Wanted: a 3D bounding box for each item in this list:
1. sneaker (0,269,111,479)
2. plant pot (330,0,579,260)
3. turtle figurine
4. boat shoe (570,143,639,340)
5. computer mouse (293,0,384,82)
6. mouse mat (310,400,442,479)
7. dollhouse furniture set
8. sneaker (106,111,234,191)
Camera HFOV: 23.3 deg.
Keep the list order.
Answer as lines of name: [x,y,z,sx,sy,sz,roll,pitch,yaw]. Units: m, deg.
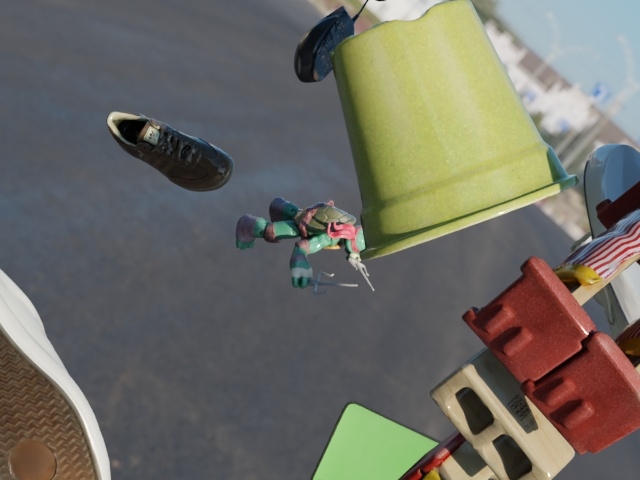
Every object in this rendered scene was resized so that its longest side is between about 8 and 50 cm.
sneaker: [-0.267,0.128,1.429,0.290,0.106,0.123,62,9,1]
plant pot: [0.134,-0.140,1.850,0.276,0.276,0.254,-32,102,-83]
turtle figurine: [0.000,0.000,2.228,0.234,0.118,0.175,18,16,38]
boat shoe: [0.390,0.045,2.037,0.156,0.136,0.367,0,-59,50]
computer mouse: [0.036,-0.291,1.947,0.041,0.242,0.071,25,-27,27]
mouse mat: [0.094,0.325,2.185,0.190,0.152,0.007,25,16,4]
dollhouse furniture set: [0.195,0.105,1.351,0.152,0.201,0.374,51,-36,6]
sneaker: [-0.198,-0.115,1.980,0.188,0.066,0.071,21,-7,32]
